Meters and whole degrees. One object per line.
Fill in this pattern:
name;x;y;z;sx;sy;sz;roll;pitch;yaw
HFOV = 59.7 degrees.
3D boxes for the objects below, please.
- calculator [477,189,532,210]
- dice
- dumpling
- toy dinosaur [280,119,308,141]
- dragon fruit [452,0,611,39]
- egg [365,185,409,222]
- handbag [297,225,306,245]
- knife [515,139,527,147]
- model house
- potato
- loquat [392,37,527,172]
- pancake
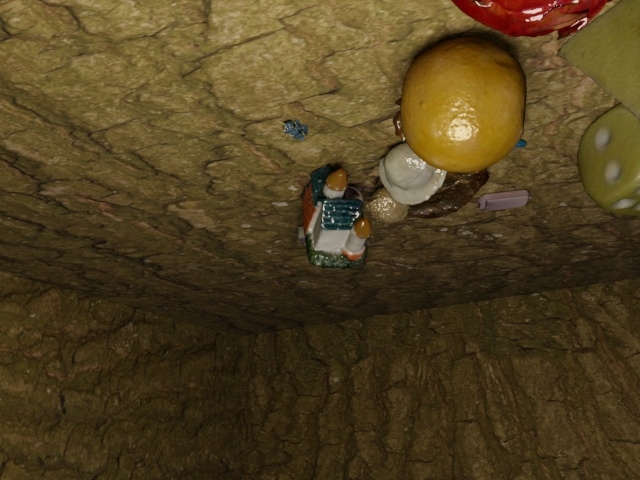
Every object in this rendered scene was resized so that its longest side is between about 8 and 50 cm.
calculator;0.613;-0.133;1.859;0.175;0.032;0.100;-7;160;8
dice;0.821;-0.208;1.404;0.239;0.233;0.227;2;158;-16
dumpling;0.250;-0.182;1.497;0.216;0.166;0.126;-15;-175;22
toy dinosaur;-0.064;-0.273;1.388;0.047;0.030;0.083;-18;154;37
dragon fruit;0.288;-0.411;0.741;0.343;0.277;0.277;6;158;-27
egg;0.198;-0.103;1.638;0.118;0.116;0.140;-30;151;10
handbag;0.000;0.000;2.043;0.117;0.095;0.173;-7;156;20
knife;0.441;-0.283;1.450;0.297;0.026;0.044;10;159;-38
model house;0.065;-0.098;1.596;0.191;0.271;0.300;2;147;-12
potato;0.602;-0.321;1.039;0.112;0.255;0.269;8;157;-25
loquat;0.280;-0.266;1.133;0.275;0.274;0.275;-3;159;-1
pancake;0.332;-0.162;1.703;0.357;0.065;0.356;-4;159;-1
